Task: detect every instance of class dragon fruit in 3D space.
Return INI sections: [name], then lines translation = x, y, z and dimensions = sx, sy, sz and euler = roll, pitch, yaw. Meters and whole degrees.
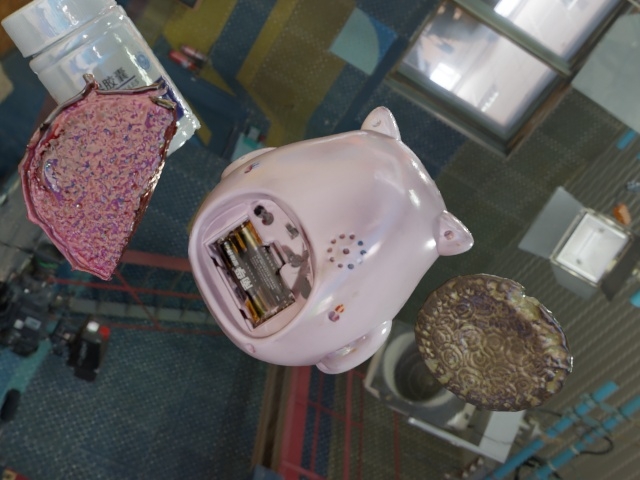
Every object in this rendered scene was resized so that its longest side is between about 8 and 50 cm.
[dragon fruit]
translation = -0.288, -0.105, 0.905
dimensions = 0.126, 0.161, 0.274
euler = -104, -143, -69

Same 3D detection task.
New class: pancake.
[pancake]
translation = 0.206, 0.127, 0.859
dimensions = 0.021, 0.199, 0.199
euler = -31, 165, -51

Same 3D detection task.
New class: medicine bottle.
[medicine bottle]
translation = -0.381, -0.291, 1.236
dimensions = 0.190, 0.332, 0.190
euler = -28, -156, 13

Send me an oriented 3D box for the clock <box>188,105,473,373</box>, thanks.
[clock]
translation = 0.000, 0.000, 1.045
dimensions = 0.376, 0.368, 0.250
euler = -34, 165, 14
